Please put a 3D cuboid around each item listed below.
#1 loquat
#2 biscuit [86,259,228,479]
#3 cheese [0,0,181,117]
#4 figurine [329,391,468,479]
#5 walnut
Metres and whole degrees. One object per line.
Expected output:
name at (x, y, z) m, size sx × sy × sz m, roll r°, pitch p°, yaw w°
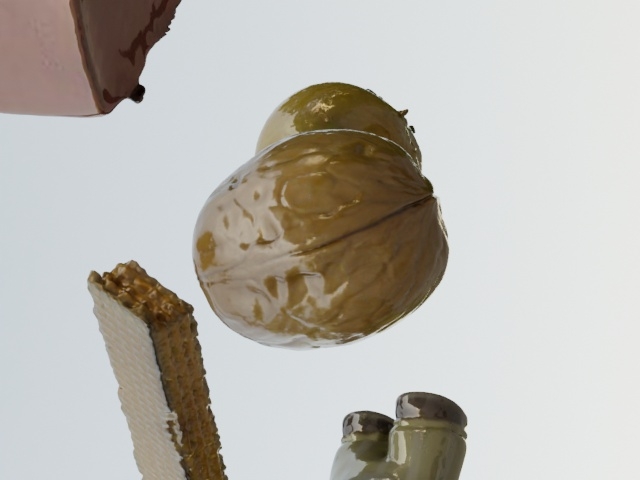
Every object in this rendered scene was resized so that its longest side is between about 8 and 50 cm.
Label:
loquat at (0.011, -0.067, 1.370) m, size 0.204 × 0.172 × 0.149 m, roll -50°, pitch -11°, yaw -6°
biscuit at (-0.149, 0.154, 1.294) m, size 0.054 × 0.094 × 0.379 m, roll -43°, pitch -30°, yaw -27°
cheese at (-0.149, -0.197, 0.744) m, size 0.177 × 0.128 × 0.203 m, roll 75°, pitch -151°, yaw -49°
figurine at (0.033, 0.302, 0.959) m, size 0.203 × 0.248 × 0.381 m, roll 39°, pitch -127°, yaw -49°
walnut at (0.000, 0.000, 1.047) m, size 0.167 × 0.207 × 0.167 m, roll 39°, pitch -138°, yaw -46°
